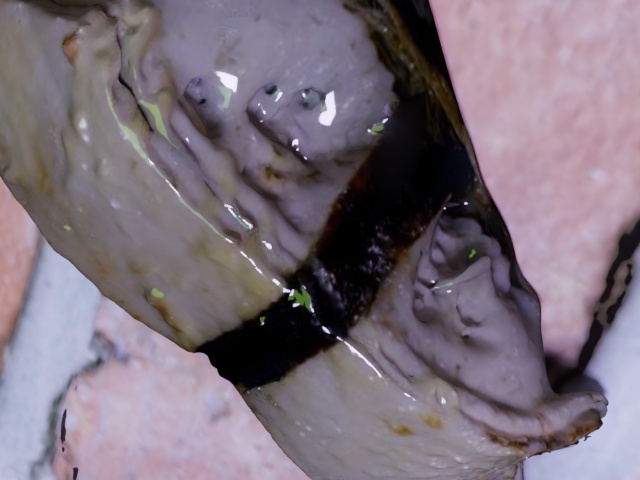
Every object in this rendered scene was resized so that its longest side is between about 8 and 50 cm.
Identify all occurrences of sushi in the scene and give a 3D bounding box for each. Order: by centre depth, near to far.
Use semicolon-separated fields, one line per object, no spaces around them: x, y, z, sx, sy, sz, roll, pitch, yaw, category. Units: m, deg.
-0.009;0.013;0.554;0.134;0.109;0.273;-16;106;35;sushi
